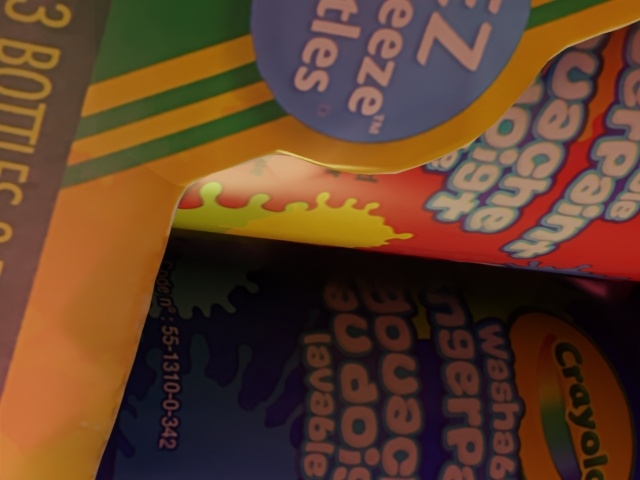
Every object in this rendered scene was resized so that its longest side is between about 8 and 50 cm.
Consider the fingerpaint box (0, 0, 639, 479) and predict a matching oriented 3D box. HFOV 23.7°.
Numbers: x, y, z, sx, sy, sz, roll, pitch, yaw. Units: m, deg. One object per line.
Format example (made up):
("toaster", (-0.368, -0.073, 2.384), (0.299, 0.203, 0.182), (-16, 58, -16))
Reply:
("fingerpaint box", (0.023, 0.058, 0.492), (0.371, 0.444, 0.163), (7, -150, -27))
